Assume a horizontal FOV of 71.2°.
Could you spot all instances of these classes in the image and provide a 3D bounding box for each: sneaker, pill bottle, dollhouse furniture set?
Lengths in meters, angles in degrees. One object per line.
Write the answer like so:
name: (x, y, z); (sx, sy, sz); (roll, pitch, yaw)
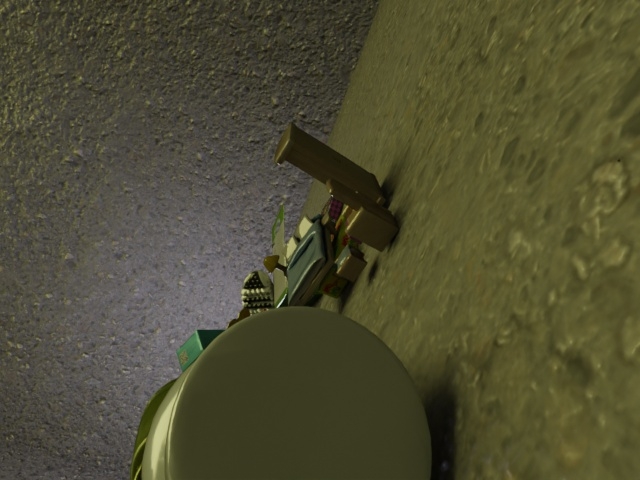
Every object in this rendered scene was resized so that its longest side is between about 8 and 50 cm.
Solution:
sneaker: (-0.154, 0.207, 1.348); (0.118, 0.109, 0.293); (-56, -40, -54)
pill bottle: (-0.063, 0.229, 0.461); (0.392, 0.223, 0.224); (120, 168, -54)
dollhouse furniture set: (-0.049, -0.010, 0.816); (0.304, 0.198, 0.286); (-55, 16, 21)

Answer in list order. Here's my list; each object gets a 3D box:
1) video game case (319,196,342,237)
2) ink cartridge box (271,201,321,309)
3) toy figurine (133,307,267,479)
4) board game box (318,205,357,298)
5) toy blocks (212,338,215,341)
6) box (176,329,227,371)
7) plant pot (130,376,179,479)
video game case: (0.000, 0.000, 1.359); (0.210, 0.041, 0.232); (124, 164, -64)
ink cartridge box: (-0.071, 0.048, 1.225); (0.189, 0.096, 0.256); (125, 144, -63)
toy figurine: (-0.171, 0.316, 0.772); (0.217, 0.191, 0.363); (-44, 12, 45)
board game box: (0.044, 0.022, 0.949); (0.092, 0.043, 0.182); (117, 170, -46)
toy blocks: (-0.203, 0.367, 1.002); (0.191, 0.260, 0.382); (138, 152, -75)
box: (-0.237, 0.282, 1.157); (0.100, 0.244, 0.060); (-45, 57, 25)
plant pot: (-0.403, 0.625, 1.351); (0.353, 0.365, 0.367); (145, 144, -80)
